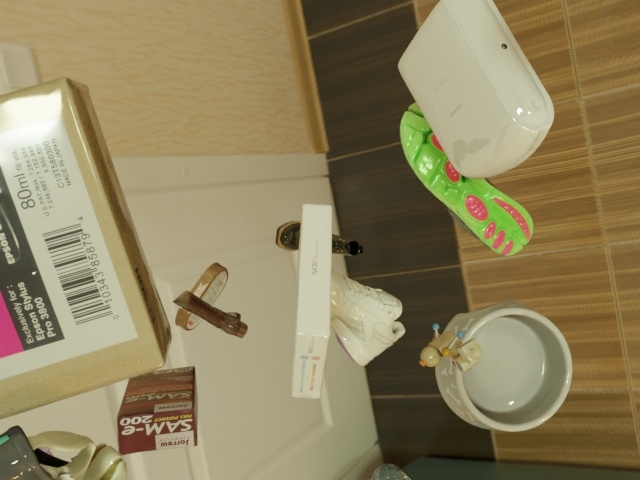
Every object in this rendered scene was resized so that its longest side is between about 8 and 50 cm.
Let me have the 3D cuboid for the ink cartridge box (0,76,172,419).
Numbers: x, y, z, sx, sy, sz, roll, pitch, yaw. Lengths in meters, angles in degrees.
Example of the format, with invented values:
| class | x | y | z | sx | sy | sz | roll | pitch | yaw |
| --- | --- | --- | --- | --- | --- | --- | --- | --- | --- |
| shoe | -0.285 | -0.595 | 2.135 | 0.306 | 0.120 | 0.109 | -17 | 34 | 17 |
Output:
| class | x | y | z | sx | sy | sz | roll | pitch | yaw |
| --- | --- | --- | --- | --- | --- | --- | --- | --- | --- |
| ink cartridge box | -0.246 | 0.012 | 0.496 | 0.193 | 0.088 | 0.234 | -18 | 102 | -7 |

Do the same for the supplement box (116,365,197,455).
| class | x | y | z | sx | sy | sz | roll | pitch | yaw |
| --- | --- | --- | --- | --- | --- | --- | --- | --- | --- |
| supplement box | -0.292 | 0.303 | 1.153 | 0.130 | 0.239 | 0.073 | -4 | 97 | -11 |

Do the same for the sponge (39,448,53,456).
| class | x | y | z | sx | sy | sz | roll | pitch | yaw |
| --- | --- | --- | --- | --- | --- | --- | --- | --- | --- |
| sponge | -0.395 | 0.369 | 0.776 | 0.031 | 0.210 | 0.117 | 14 | 135 | 12 |

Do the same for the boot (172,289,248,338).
| class | x | y | z | sx | sy | sz | roll | pitch | yaw |
| --- | --- | --- | --- | --- | --- | --- | --- | --- | --- |
| boot | -0.173 | 0.104 | 0.947 | 0.106 | 0.114 | 0.037 | 3 | 65 | 64 |

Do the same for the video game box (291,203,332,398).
| class | x | y | z | sx | sy | sz | roll | pitch | yaw |
| --- | --- | --- | --- | --- | --- | --- | --- | --- | --- |
| video game box | -0.012 | 0.086 | 0.867 | 0.048 | 0.205 | 0.187 | 5 | 142 | -4 |

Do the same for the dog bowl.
| class | x | y | z | sx | sy | sz | roll | pitch | yaw |
| --- | --- | --- | --- | --- | --- | --- | --- | --- | --- |
| dog bowl | 0.474 | 0.320 | 1.601 | 0.349 | 0.102 | 0.348 | 0 | 89 | -8 |

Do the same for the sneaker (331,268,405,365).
| class | x | y | z | sx | sy | sz | roll | pitch | yaw |
| --- | --- | --- | --- | --- | --- | --- | --- | --- | --- |
| sneaker | 0.068 | 0.117 | 1.243 | 0.152 | 0.305 | 0.114 | -30 | 39 | 5 |

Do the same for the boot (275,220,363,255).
| class | x | y | z | sx | sy | sz | roll | pitch | yaw |
| --- | --- | --- | --- | --- | --- | --- | --- | --- | --- |
| boot | 0.000 | 0.000 | 1.532 | 0.137 | 0.198 | 0.076 | 13 | 98 | 39 |

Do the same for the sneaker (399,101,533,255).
| class | x | y | z | sx | sy | sz | roll | pitch | yaw |
| --- | --- | --- | --- | --- | --- | --- | --- | --- | --- |
| sneaker | 0.361 | -0.152 | 1.681 | 0.185 | 0.202 | 0.482 | -39 | 102 | -6 |

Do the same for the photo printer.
| class | x | y | z | sx | sy | sz | roll | pitch | yaw |
| --- | --- | --- | --- | --- | --- | --- | --- | --- | --- |
| photo printer | 0.283 | -0.270 | 1.164 | 0.307 | 0.107 | 0.256 | 62 | 162 | 6 |

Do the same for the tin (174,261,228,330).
| class | x | y | z | sx | sy | sz | roll | pitch | yaw |
| --- | --- | --- | --- | --- | --- | --- | --- | --- | --- |
| tin | -0.298 | 0.143 | 1.594 | 0.040 | 0.106 | 0.189 | 27 | 72 | 18 |

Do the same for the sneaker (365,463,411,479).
| class | x | y | z | sx | sy | sz | roll | pitch | yaw |
| --- | --- | --- | --- | --- | --- | --- | --- | --- | --- |
| sneaker | 0.099 | 0.492 | 1.168 | 0.122 | 0.110 | 0.283 | -127 | 29 | -46 |

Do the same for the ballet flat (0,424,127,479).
| class | x | y | z | sx | sy | sz | roll | pitch | yaw |
| --- | --- | --- | --- | --- | --- | --- | --- | --- | --- |
| ballet flat | -0.199 | 0.196 | 0.511 | 0.074 | 0.203 | 0.074 | -9 | 57 | 14 |

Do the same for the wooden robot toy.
| class | x | y | z | sx | sy | sz | roll | pitch | yaw |
| --- | --- | --- | --- | --- | --- | --- | --- | --- | --- |
| wooden robot toy | 0.212 | 0.201 | 1.087 | 0.079 | 0.173 | 0.076 | -31 | 98 | -13 |
